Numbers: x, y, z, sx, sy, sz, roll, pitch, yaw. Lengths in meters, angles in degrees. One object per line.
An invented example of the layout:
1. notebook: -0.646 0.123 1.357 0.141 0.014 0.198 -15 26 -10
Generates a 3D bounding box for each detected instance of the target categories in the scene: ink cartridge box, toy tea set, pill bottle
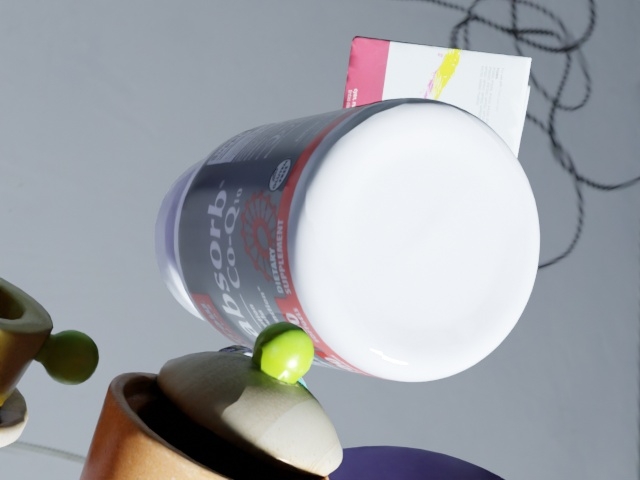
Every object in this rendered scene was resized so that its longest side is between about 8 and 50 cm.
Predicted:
1. ink cartridge box: 0.116 -0.122 1.290 0.176 0.128 0.127 8 87 9
2. toy tea set: -0.142 -0.002 0.368 0.336 0.200 0.124 23 98 -29
3. pill bottle: 0.000 0.000 1.082 0.210 0.363 0.210 0 89 -26

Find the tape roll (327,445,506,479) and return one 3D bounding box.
1. tape roll: 0.030 0.194 0.593 0.189 0.189 0.080 43 25 -15

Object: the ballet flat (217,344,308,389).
1. ballet flat: -0.049 0.112 1.058 0.114 0.041 0.041 38 56 -50
